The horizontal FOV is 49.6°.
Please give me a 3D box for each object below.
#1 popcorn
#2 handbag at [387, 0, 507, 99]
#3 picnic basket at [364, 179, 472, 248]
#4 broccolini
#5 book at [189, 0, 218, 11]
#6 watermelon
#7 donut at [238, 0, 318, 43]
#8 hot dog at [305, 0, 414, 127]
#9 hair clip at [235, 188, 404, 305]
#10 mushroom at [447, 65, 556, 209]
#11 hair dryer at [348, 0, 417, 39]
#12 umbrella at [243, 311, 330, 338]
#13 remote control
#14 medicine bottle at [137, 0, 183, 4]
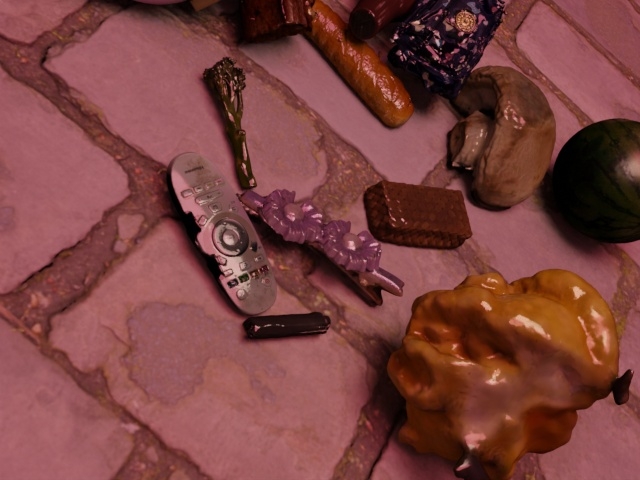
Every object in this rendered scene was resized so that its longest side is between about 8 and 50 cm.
[{"bbox_3d":[0.249,0.190,0.992,0.315,0.281,0.297,-8,111,-13],"label":"popcorn"},{"bbox_3d":[0.235,-0.386,1.285,0.162,0.113,0.260,34,63,6],"label":"handbag"},{"bbox_3d":[0.171,-0.047,1.180,0.193,0.055,0.110,4,64,-26],"label":"picnic basket"},{"bbox_3d":[-0.130,-0.181,1.090,0.067,0.058,0.216,-17,81,1],"label":"broccolini"},{"bbox_3d":[-0.114,-0.479,1.139,0.026,0.230,0.161,48,29,-51],"label":"book"},{"bbox_3d":[0.570,-0.113,1.331,0.242,0.242,0.242,13,60,-24],"label":"watermelon"},{"bbox_3d":[-0.078,-0.428,1.179,0.144,0.126,0.187,-4,82,-67],"label":"donut"},{"bbox_3d":[0.063,-0.324,1.259,0.286,0.061,0.088,43,64,-2],"label":"hot dog"},{"bbox_3d":[0.000,0.000,1.052,0.292,0.084,0.106,33,36,-6],"label":"hair clip"},{"bbox_3d":[0.356,-0.203,1.298,0.189,0.164,0.267,20,57,-19],"label":"mushroom"},{"bbox_3d":[0.037,-0.526,1.318,0.340,0.123,0.312,35,43,5],"label":"hair dryer"},{"bbox_3d":[-0.046,0.119,0.984,0.133,0.031,0.036,1,67,-30],"label":"umbrella"},{"bbox_3d":[-0.143,-0.010,0.987,0.097,0.045,0.256,-22,81,-35],"label":"remote control"},{"bbox_3d":[-0.260,-0.548,1.071,0.241,0.241,0.302,7,53,-27],"label":"medicine bottle"}]
